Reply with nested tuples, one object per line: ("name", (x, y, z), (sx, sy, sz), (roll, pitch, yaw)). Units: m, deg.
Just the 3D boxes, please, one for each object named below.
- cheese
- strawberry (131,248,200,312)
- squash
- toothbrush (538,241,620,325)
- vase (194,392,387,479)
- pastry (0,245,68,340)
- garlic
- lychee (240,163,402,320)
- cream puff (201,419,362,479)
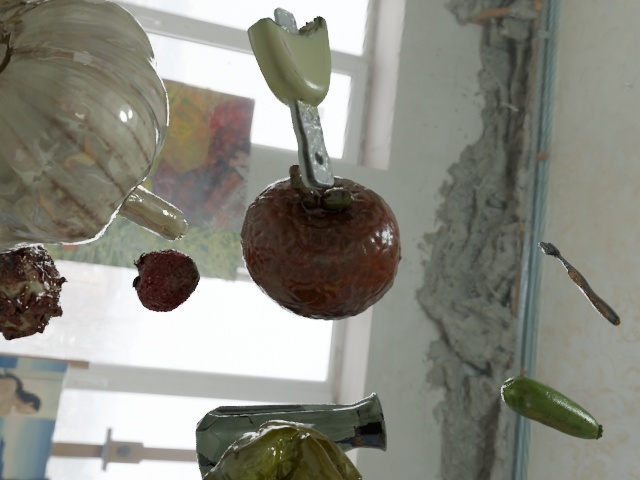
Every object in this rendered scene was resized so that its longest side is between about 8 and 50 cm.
("cheese", (-0.021, -0.172, 0.779), (0.049, 0.127, 0.235), (-19, -103, 35))
("strawberry", (-0.234, 0.063, 1.020), (0.106, 0.106, 0.106), (-172, -90, -74))
("squash", (0.398, 0.290, 1.133), (0.066, 0.201, 0.066), (-60, -170, 17))
("toothbrush", (0.500, 0.075, 1.287), (0.321, 0.031, 0.023), (-106, -154, -64))
("vase", (-0.057, 0.383, 1.297), (0.165, 0.359, 0.165), (171, -90, -85))
("pastry", (-0.395, 0.043, 0.840), (0.208, 0.115, 0.097), (43, -18, 52))
("garlic", (-0.176, -0.058, 0.480), (0.226, 0.199, 0.199), (51, 32, -54))
("lychee", (0.000, 0.000, 1.049), (0.255, 0.255, 0.300), (-104, -167, -54))
("cream puff", (-0.063, 0.437, 0.940), (0.324, 0.257, 0.291), (-49, 156, -26))
